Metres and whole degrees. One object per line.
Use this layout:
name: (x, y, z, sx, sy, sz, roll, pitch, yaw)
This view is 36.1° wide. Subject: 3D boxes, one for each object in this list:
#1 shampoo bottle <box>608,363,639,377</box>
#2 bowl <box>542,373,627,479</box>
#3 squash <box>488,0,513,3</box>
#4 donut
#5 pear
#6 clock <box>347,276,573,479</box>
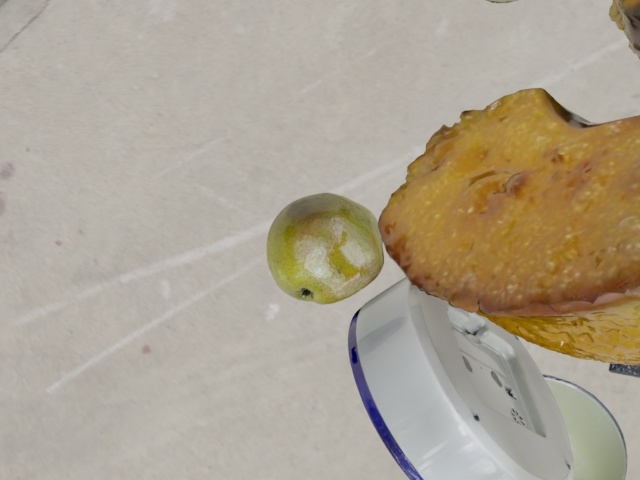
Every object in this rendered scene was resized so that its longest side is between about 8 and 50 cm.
shampoo bottle: (0.621, 0.194, 1.559, 0.309, 0.098, 0.071, 10, 117, 15)
bowl: (0.320, 0.330, 1.457, 0.237, 0.238, 0.126, -22, 147, -22)
squash: (0.231, -0.402, 1.196, 0.041, 0.219, 0.219, 0, 99, -45)
donut: (0.271, -0.085, 0.702, 0.163, 0.377, 0.435, 39, 87, -33)
pear: (0.000, 0.000, 1.144, 0.141, 0.141, 0.104, -42, 125, -15)
clock: (0.126, 0.134, 0.862, 0.083, 0.230, 0.230, -38, 118, 21)
